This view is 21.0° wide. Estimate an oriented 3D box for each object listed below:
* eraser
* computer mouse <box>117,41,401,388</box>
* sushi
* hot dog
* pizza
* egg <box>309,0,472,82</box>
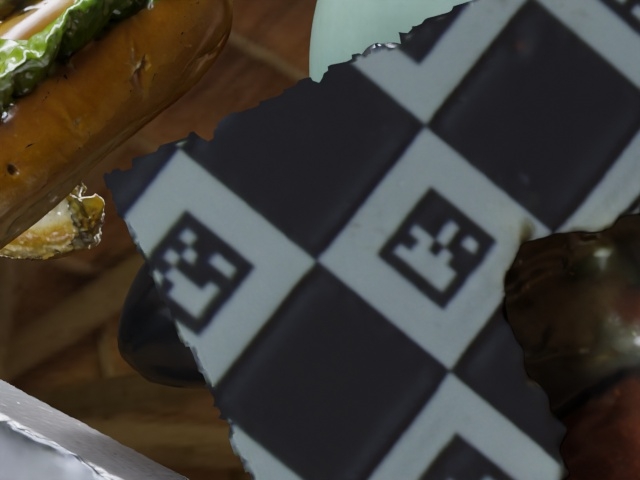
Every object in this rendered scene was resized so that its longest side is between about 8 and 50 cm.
[{"bbox_3d":[-0.205,0.118,0.978,0.077,0.352,0.111,-66,-25,-2],"label":"eraser"},{"bbox_3d":[0.000,0.000,1.049,0.270,0.086,0.137,-43,-33,-11],"label":"computer mouse"},{"bbox_3d":[0.110,0.043,0.602,0.059,0.294,0.292,162,85,-80],"label":"sushi"},{"bbox_3d":[-0.184,-0.070,0.922,0.337,0.135,0.100,-40,-40,-8],"label":"hot dog"},{"bbox_3d":[-0.256,-0.083,1.412,0.062,0.188,0.199,-37,-45,-60],"label":"pizza"},{"bbox_3d":[0.132,-0.146,1.256,0.389,0.276,0.276,105,-175,-46],"label":"egg"}]
